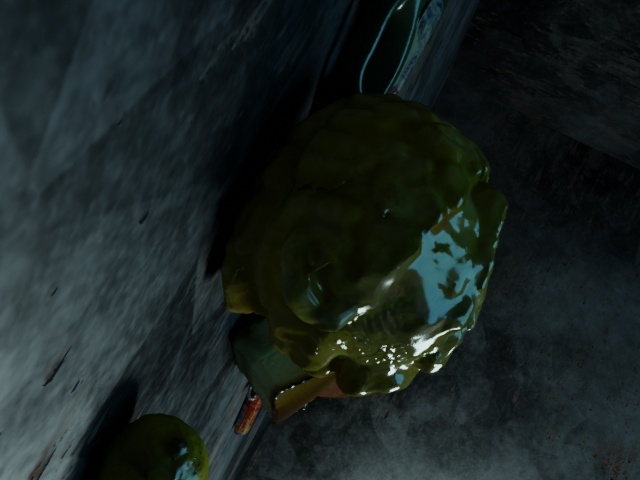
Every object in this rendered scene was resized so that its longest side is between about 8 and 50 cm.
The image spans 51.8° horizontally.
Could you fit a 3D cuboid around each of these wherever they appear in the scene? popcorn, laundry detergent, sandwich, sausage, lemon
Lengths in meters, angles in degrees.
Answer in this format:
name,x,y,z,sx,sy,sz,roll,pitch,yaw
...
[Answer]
name,x,y,z,sx,sy,sz,roll,pitch,yaw
popcorn,0.033,0.011,0.543,0.250,0.250,0.190,-65,-152,16
laundry detergent,0.046,-0.159,0.608,0.211,0.063,0.137,-61,171,3
sandwich,-0.047,0.162,0.852,0.220,0.108,0.186,-20,155,-50
sausage,-0.141,0.337,1.297,0.130,0.034,0.034,-66,174,20
lemon,-0.123,0.179,0.485,0.082,0.082,0.111,-53,161,-62

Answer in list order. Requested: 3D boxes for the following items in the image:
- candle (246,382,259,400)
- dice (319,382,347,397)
name,x,y,z,sx,sy,sz,roll,pitch,yaw
candle,-0.100,0.258,1.237,0.162,0.053,0.048,-42,153,-69
dice,0.012,0.162,1.165,0.174,0.179,0.175,-58,175,-46
